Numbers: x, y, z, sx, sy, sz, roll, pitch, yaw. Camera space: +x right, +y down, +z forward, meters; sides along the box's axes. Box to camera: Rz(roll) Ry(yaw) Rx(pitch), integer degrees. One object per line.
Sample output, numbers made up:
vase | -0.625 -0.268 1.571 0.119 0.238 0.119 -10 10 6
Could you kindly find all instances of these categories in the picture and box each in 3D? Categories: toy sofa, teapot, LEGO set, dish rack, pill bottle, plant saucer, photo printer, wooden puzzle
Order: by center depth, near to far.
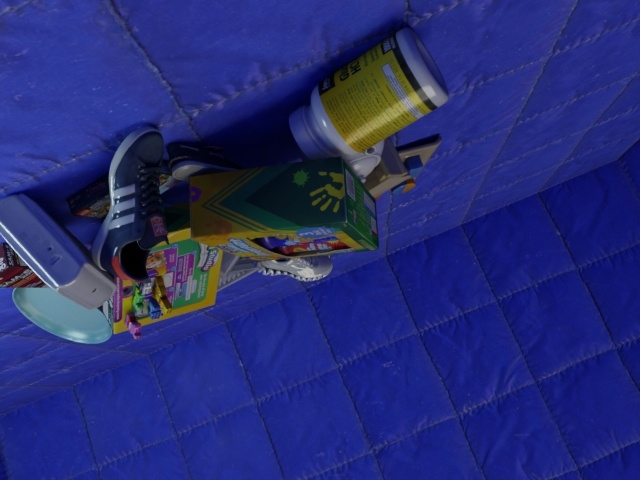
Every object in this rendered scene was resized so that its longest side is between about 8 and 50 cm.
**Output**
pill bottle | 0.102 -0.311 1.464 0.334 0.187 0.188 -29 165 23
photo printer | -0.615 0.039 1.537 0.107 0.256 0.307 -44 171 -13
teapot | 0.069 -0.229 1.723 0.253 0.187 0.256 -29 167 28
LEGO set | -0.446 0.176 1.726 0.087 0.093 0.227 -10 139 -36
plant saucer | -0.789 0.215 2.010 0.318 0.043 0.317 10 141 8
toy sofa | 0.086 -0.183 2.013 0.363 0.150 0.177 -31 169 31
dish rack | -0.398 0.132 2.230 0.286 0.072 0.333 -29 169 28
wooden puzzle | 0.239 -0.220 2.259 0.348 0.080 0.322 -20 166 -13

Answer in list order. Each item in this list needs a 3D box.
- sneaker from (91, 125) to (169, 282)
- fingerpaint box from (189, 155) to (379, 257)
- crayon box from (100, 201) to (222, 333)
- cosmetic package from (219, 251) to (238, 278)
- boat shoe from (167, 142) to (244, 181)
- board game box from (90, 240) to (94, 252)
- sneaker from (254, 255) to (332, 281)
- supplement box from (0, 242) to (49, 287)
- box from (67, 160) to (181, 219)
sneaker | -0.382 -0.067 1.413 0.131 0.148 0.349 -15 130 -56
fingerpaint box | -0.071 -0.057 1.658 0.372 0.163 0.445 -6 170 13
crayon box | -0.434 0.070 1.795 0.313 0.106 0.362 -16 142 -31
cosmetic package | -0.255 0.001 2.015 0.239 0.061 0.099 -59 179 -17
boat shoe | -0.273 -0.184 1.585 0.095 0.079 0.255 -29 163 33
board game box | -0.528 0.055 1.948 0.276 0.144 0.142 -16 164 -28
sneaker | -0.087 0.076 2.363 0.292 0.110 0.118 5 145 -20
supplement box | -0.790 0.072 1.748 0.130 0.073 0.239 -28 165 21
box | -0.469 -0.123 1.573 0.233 0.044 0.159 -28 166 22
